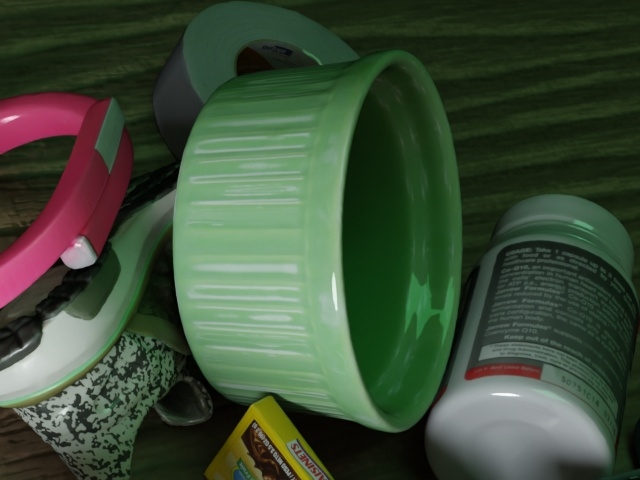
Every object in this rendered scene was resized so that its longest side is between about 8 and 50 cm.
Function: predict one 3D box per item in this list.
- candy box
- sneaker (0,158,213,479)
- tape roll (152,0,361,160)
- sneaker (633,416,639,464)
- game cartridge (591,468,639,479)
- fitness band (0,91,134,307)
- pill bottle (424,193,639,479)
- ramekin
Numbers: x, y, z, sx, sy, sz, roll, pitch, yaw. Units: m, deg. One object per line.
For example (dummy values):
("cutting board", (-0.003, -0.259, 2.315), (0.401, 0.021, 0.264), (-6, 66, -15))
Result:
("candy box", (-0.006, 0.229, 1.519), (0.027, 0.105, 0.206), (-22, 66, -39))
("sneaker", (-0.141, 0.060, 1.603), (0.182, 0.158, 0.410), (63, 34, -17))
("tape roll", (-0.043, -0.123, 1.857), (0.219, 0.072, 0.219), (20, 43, -19))
("sneaker", (0.363, 0.241, 1.808), (0.209, 0.069, 0.082), (52, 9, 30))
("game cartridge", (0.237, 0.291, 1.591), (0.297, 0.062, 0.198), (-7, 96, -36))
("fitness band", (-0.253, -0.025, 1.531), (0.291, 0.209, 0.054), (-76, 145, -52))
("pill bottle", (0.195, 0.096, 1.743), (0.161, 0.161, 0.283), (30, 41, -7))
("ramekin", (0.000, 0.000, 1.593), (0.148, 0.303, 0.303), (0, 35, 21))
